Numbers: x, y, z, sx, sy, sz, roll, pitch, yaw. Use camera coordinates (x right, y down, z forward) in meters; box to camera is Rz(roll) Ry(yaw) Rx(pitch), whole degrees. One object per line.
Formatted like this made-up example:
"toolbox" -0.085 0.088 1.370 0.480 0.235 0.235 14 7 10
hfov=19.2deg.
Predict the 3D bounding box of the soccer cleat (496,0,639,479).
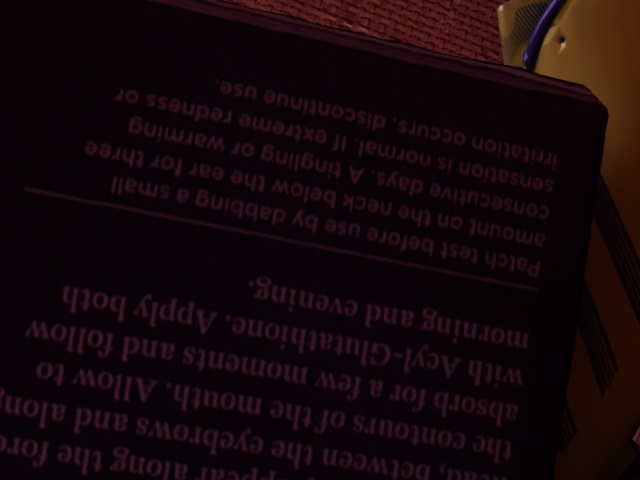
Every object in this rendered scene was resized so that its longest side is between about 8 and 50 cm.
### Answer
"soccer cleat" 0.110 -0.033 0.707 0.093 0.121 0.289 -53 -16 -87

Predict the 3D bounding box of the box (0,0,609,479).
"box" -0.076 0.132 0.686 0.293 0.212 0.395 172 108 -72
